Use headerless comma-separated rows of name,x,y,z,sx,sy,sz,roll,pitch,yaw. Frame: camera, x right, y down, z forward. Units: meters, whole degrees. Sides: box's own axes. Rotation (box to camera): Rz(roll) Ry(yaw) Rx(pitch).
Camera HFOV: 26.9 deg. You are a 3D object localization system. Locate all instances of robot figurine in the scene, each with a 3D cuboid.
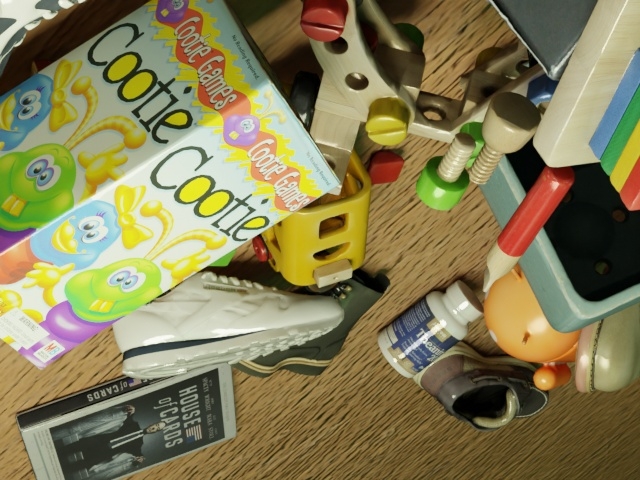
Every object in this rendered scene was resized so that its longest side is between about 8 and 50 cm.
robot figurine,0.269,0.079,1.569,0.158,0.128,0.219,-58,153,12

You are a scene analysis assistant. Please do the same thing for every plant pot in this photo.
plant pot,0.291,-0.044,1.349,0.248,0.247,0.252,-23,164,-7

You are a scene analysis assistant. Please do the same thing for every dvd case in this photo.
dvd case,-0.212,0.209,1.506,0.239,0.029,0.179,-18,145,-14

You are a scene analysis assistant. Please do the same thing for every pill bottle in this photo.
pill bottle,0.131,0.102,1.572,0.120,0.067,0.067,-40,144,17

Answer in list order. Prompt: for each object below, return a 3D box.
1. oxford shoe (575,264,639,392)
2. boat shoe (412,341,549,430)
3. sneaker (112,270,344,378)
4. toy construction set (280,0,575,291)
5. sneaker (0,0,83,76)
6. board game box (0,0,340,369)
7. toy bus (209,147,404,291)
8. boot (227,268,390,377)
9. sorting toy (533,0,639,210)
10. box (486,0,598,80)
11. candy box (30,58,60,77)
oxford shoe,0.422,0.067,1.536,0.397,0.146,0.140,-35,133,-43
boat shoe,0.219,0.203,1.742,0.103,0.092,0.285,-41,144,18
sneaker,-0.090,0.072,1.333,0.235,0.095,0.090,-7,162,-19
toy construction set,0.087,-0.092,1.105,0.257,0.309,0.237,-1,143,-22
sneaker,-0.187,-0.185,0.950,0.153,0.094,0.235,1,127,-24
board game box,-0.152,-0.052,1.014,0.275,0.144,0.142,-32,144,3
toy bus,-0.005,-0.006,1.303,0.191,0.104,0.202,-44,142,23
boot,-0.023,0.076,1.438,0.137,0.077,0.198,-49,154,21
sorting toy,0.303,-0.134,0.855,0.257,0.089,0.255,-8,141,-24
box,0.391,-0.353,0.968,0.472,0.297,0.480,4,134,-36
candy box,-0.193,-0.071,1.132,0.109,0.053,0.186,-8,139,-26
